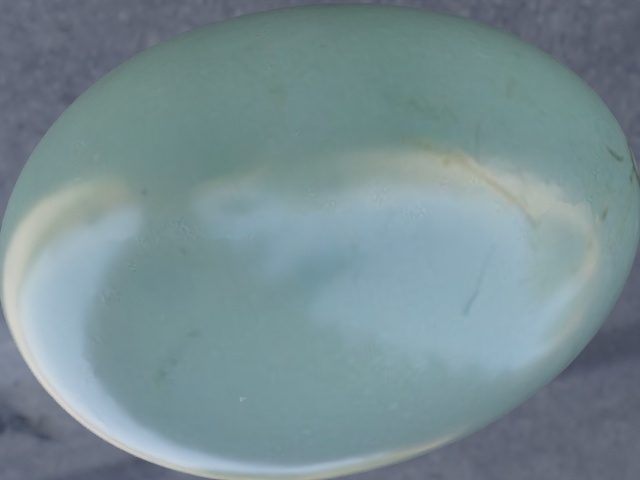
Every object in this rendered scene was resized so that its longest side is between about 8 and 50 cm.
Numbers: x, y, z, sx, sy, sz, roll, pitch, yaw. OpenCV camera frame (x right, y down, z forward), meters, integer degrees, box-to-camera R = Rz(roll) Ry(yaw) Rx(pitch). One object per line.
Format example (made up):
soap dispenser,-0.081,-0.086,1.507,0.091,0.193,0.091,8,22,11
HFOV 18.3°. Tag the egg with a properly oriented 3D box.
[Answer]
egg,0.000,0.000,0.709,0.231,0.168,0.168,-10,148,0
